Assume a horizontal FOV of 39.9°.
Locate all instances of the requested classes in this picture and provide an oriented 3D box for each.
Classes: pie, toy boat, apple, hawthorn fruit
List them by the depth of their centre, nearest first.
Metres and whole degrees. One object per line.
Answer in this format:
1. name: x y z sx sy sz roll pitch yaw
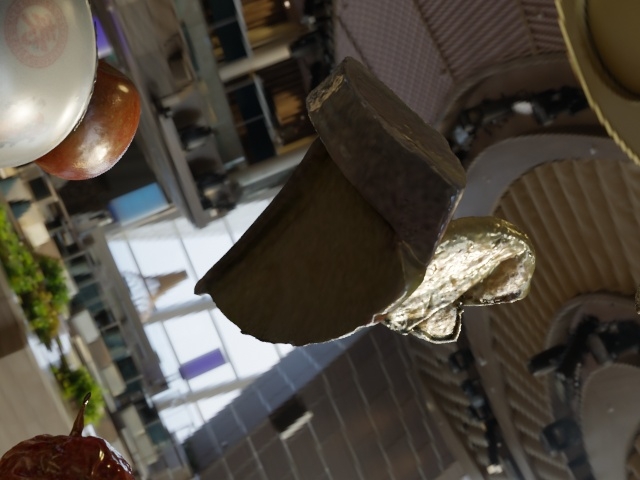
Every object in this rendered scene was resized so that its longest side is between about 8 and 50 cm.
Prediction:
1. toy boat: 0.021 -0.016 0.830 0.276 0.111 0.293 37 -75 52
2. hawthorn fruit: -0.310 0.303 1.064 0.207 0.207 0.243 104 -9 -71
3. apple: -0.347 -0.179 1.226 0.181 0.168 0.181 30 15 -9
4. pie: 0.246 0.072 1.664 0.075 0.337 0.337 -110 -174 -45

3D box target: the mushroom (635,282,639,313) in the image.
1. mushroom: 0.410 -0.038 1.038 0.043 0.068 0.306 43 45 -31

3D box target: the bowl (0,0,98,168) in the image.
1. bowl: -0.437 -0.221 0.973 0.157 0.345 0.345 -57 131 -63
